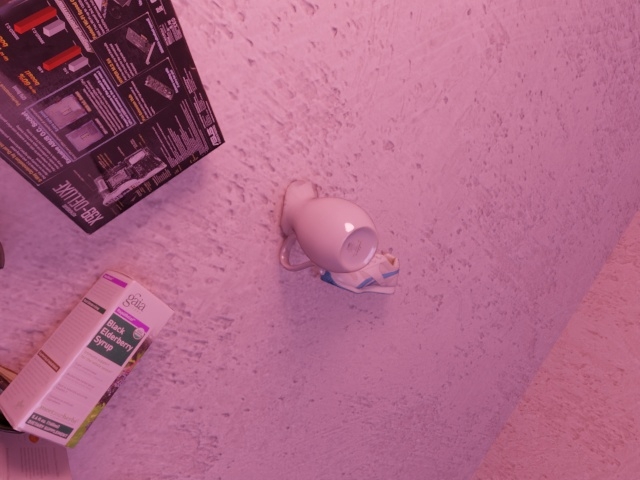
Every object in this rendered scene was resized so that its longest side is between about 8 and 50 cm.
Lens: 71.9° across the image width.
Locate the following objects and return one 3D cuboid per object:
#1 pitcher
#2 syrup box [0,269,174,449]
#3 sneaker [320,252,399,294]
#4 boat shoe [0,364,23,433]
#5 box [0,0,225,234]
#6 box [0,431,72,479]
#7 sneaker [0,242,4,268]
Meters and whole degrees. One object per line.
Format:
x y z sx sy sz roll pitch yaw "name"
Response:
0.000 0.000 0.803 0.125 0.207 0.177 6 108 -38 "pitcher"
-0.343 0.168 0.662 0.237 0.096 0.093 -57 135 -22 "syrup box"
0.090 0.067 0.987 0.229 0.087 0.092 6 100 -45 "sneaker"
-0.495 0.204 0.619 0.080 0.073 0.223 -44 130 -12 "boat shoe"
-0.265 -0.168 0.527 0.242 0.076 0.307 -39 157 -14 "box"
-0.484 0.358 0.660 0.170 0.130 0.091 23 95 -40 "box"
-0.532 0.077 0.497 0.341 0.140 0.125 -36 136 -18 "sneaker"
